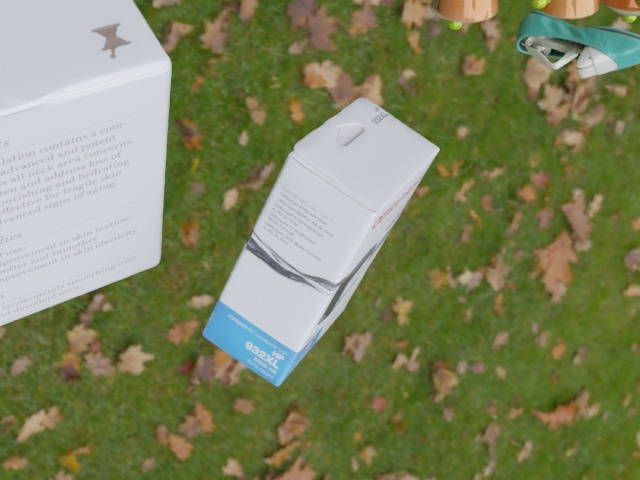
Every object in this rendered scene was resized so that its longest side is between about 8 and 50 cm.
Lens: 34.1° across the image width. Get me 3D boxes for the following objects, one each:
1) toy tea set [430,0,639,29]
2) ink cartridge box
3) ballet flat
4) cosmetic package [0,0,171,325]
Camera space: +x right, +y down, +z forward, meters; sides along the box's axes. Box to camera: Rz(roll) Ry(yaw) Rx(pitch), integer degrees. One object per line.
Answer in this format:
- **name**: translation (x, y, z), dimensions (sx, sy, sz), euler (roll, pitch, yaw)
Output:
- **toy tea set**: translation (0.308, -0.310, 1.320), dimensions (0.200, 0.336, 0.124), euler (-79, 168, -50)
- **ink cartridge box**: translation (0.000, 0.000, 1.333), dimensions (0.223, 0.129, 0.307), euler (-44, 165, -54)
- **ballet flat**: translation (0.427, -0.312, 1.724), dimensions (0.083, 0.247, 0.087), euler (38, 81, -49)
- **cosmetic package**: translation (-0.388, -0.140, 1.197), dimensions (0.329, 0.327, 0.394), euler (-21, 153, -23)
